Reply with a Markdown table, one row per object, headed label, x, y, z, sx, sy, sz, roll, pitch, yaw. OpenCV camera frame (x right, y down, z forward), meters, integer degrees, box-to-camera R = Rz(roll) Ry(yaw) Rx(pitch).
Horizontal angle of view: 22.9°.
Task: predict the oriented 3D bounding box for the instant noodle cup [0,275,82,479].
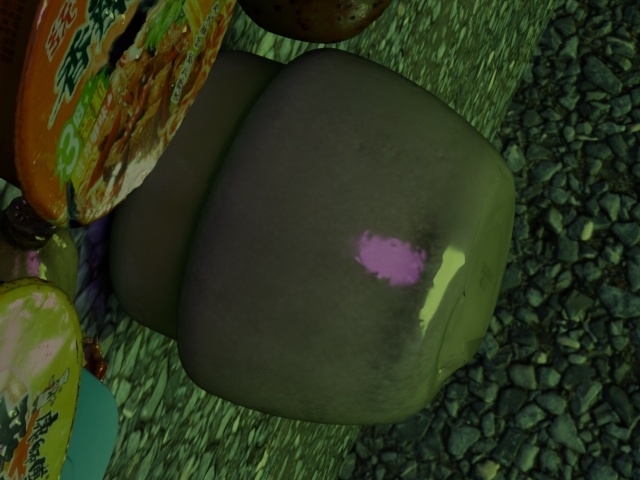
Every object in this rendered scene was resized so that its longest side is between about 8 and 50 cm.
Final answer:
| label | x | y | z | sx | sy | sz | roll | pitch | yaw |
| --- | --- | --- | --- | --- | --- | --- | --- | --- | --- |
| instant noodle cup | -0.259 | 0.102 | 0.744 | 0.264 | 0.200 | 0.264 | 22 | 90 | -77 |

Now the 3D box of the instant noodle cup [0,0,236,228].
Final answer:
| label | x | y | z | sx | sy | sz | roll | pitch | yaw |
| --- | --- | --- | --- | --- | --- | --- | --- | --- | --- |
| instant noodle cup | -0.161 | -0.141 | 0.786 | 0.230 | 0.182 | 0.230 | 22 | 90 | -77 |

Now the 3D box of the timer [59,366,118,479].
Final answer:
| label | x | y | z | sx | sy | sz | roll | pitch | yaw |
| --- | --- | --- | --- | --- | --- | --- | --- | --- | --- |
| timer | -0.228 | 0.174 | 0.960 | 0.232 | 0.091 | 0.249 | 51 | 41 | -55 |

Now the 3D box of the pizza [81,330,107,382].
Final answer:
| label | x | y | z | sx | sy | sz | roll | pitch | yaw |
| --- | --- | --- | --- | --- | --- | --- | --- | --- | --- |
| pizza | -0.201 | 0.131 | 1.215 | 0.188 | 0.062 | 0.199 | -61 | -172 | -34 |

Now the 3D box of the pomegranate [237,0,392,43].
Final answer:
| label | x | y | z | sx | sy | sz | roll | pitch | yaw |
| --- | --- | --- | --- | --- | --- | --- | --- | --- | --- |
| pomegranate | -0.009 | -0.248 | 1.341 | 0.205 | 0.159 | 0.159 | -123 | -129 | -71 |

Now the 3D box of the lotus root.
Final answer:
| label | x | y | z | sx | sy | sz | roll | pitch | yaw |
| --- | --- | --- | --- | --- | --- | --- | --- | --- | --- |
| lotus root | -0.214 | 0.036 | 1.096 | 0.090 | 0.077 | 0.183 | -66 | 175 | -48 |

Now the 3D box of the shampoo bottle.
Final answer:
| label | x | y | z | sx | sy | sz | roll | pitch | yaw |
| --- | --- | --- | --- | --- | --- | --- | --- | --- | --- |
| shampoo bottle | 0.000 | 0.000 | 1.378 | 0.322 | 0.317 | 0.322 | -59 | 165 | -26 |
